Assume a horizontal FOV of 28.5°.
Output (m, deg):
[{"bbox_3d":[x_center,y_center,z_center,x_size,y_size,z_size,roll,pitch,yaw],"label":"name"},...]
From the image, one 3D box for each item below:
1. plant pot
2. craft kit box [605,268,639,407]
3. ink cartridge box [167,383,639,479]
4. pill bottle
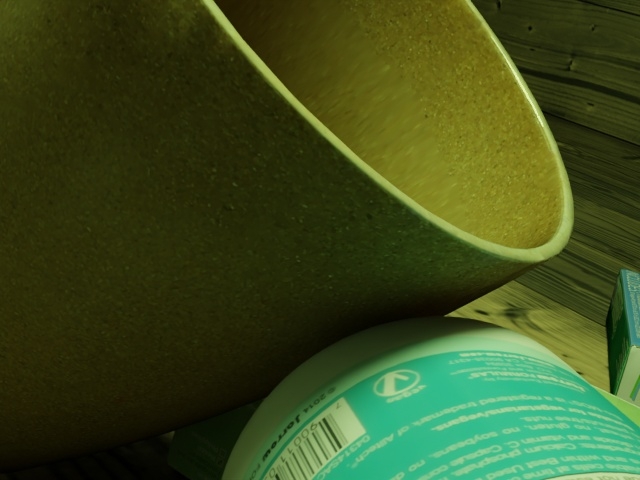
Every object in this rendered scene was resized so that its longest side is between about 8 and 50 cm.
[{"bbox_3d":[-0.074,-0.021,0.505,0.237,0.254,0.237,39,28,-26],"label":"plant pot"},{"bbox_3d":[0.336,0.102,0.922,0.246,0.061,0.250,14,13,10],"label":"craft kit box"},{"bbox_3d":[0.068,0.105,0.619,0.171,0.056,0.235,24,15,35],"label":"ink cartridge box"},{"bbox_3d":[0.063,0.128,0.325,0.146,0.146,0.264,10,15,-18],"label":"pill bottle"}]
